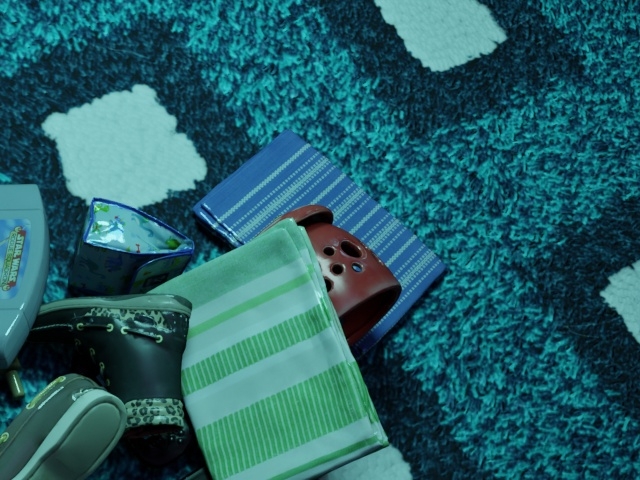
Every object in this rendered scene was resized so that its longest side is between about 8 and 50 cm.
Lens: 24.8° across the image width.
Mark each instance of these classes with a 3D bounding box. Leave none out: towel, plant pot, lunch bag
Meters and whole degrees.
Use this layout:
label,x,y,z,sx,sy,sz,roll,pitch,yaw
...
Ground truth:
label,x,y,z,sx,sy,sz,roll,pitch,yaw
towel,-0.076,0.163,1.879,0.248,0.038,0.324,-27,72,14
plant pot,-0.013,0.062,1.995,0.191,0.191,0.174,-29,69,-32
lunch bag,-0.259,0.023,1.993,0.151,0.129,0.096,14,56,-14
towel,0.000,0.000,2.168,0.336,0.040,0.243,41,53,6

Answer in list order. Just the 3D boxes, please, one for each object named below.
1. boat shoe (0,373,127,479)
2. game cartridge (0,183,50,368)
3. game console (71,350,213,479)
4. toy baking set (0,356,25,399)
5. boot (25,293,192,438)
label,x,y,z,sx,sy,sz,roll,pitch,yaw
boat shoe,-0.379,0.298,1.773,0.097,0.116,0.324,28,70,42
game cartridge,-0.458,0.040,1.898,0.198,0.062,0.297,-4,47,5
game console,-0.202,0.274,1.908,0.213,0.044,0.361,-31,73,-33
toy baking set,-0.500,0.137,1.893,0.197,0.030,0.256,-9,63,-25
boot,-0.281,0.166,1.880,0.236,0.085,0.178,-6,71,10
